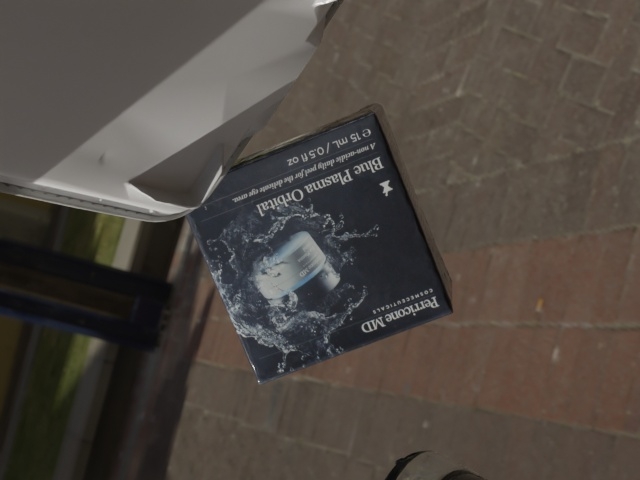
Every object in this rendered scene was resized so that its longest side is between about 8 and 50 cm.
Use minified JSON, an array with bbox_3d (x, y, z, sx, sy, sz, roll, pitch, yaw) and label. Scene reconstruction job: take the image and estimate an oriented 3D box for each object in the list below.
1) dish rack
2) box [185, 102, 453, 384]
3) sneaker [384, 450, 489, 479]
[{"bbox_3d":[-0.118,-0.131,0.622,0.072,0.333,0.285,47,111,33],"label":"dish rack"},{"bbox_3d":[0.000,0.000,0.844,0.093,0.156,0.158,-68,-44,-78],"label":"box"},{"bbox_3d":[0.123,0.185,0.589,0.106,0.234,0.078,11,68,41],"label":"sneaker"}]
